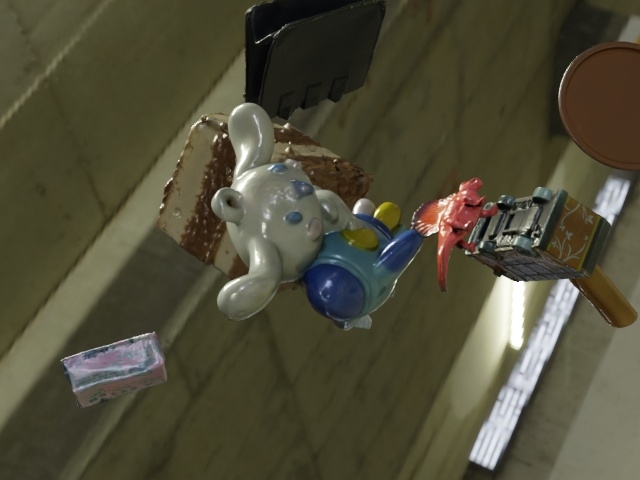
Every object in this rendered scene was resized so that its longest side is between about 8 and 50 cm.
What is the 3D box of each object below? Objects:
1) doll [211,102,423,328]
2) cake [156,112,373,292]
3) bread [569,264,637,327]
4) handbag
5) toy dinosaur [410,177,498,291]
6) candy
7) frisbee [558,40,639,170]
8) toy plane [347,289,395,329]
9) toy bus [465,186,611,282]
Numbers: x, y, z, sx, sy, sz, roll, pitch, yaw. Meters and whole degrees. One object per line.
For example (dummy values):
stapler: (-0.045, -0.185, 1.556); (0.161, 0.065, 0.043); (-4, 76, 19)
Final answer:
doll: (0.005, -0.003, 1.571); (0.366, 0.187, 0.376); (25, -120, -28)
cake: (-0.108, -0.070, 1.995); (0.256, 0.290, 0.282); (-3, -62, -60)
bread: (0.654, 0.119, 2.518); (0.074, 0.092, 0.239); (-43, -64, 4)
handbag: (-0.025, -0.426, 2.435); (0.303, 0.122, 0.329); (-23, -29, -23)
toy dinosaur: (0.209, -0.020, 1.890); (0.286, 0.139, 0.070); (-56, -38, -38)
candy: (-0.334, 0.212, 1.765); (0.160, 0.073, 0.092); (-16, -26, -11)
frisbee: (0.550, -0.242, 1.935); (0.250, 0.251, 0.021); (-63, -1, -15)
toy plane: (0.076, 0.062, 2.196); (0.252, 0.118, 0.252); (-3, -86, -53)
toy bus: (0.425, -0.004, 2.125); (0.275, 0.167, 0.138); (-9, 54, 66)
